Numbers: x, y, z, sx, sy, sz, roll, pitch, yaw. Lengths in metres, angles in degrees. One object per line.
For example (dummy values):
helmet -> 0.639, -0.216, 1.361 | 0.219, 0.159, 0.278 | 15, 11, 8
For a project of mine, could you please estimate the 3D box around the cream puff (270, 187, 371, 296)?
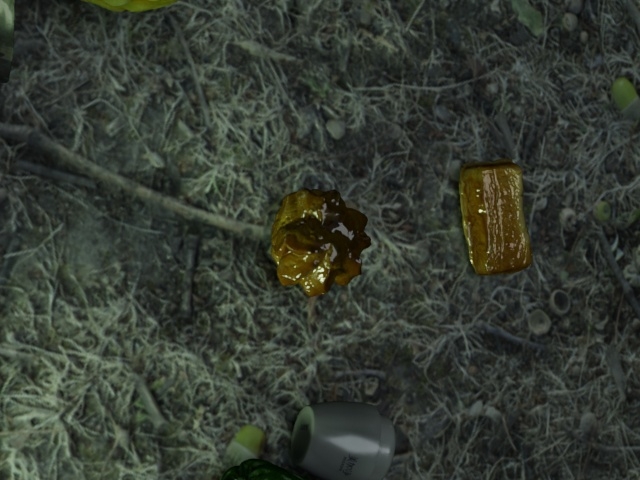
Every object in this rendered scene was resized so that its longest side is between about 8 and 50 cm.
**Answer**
cream puff -> 0.000, 0.000, 1.955 | 0.122, 0.094, 0.116 | -26, 97, -23

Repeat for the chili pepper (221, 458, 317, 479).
chili pepper -> -0.001, 0.304, 1.942 | 0.253, 0.083, 0.099 | 28, 107, -34

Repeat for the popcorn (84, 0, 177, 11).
popcorn -> -0.186, -0.350, 1.789 | 0.247, 0.282, 0.282 | -17, 95, -30

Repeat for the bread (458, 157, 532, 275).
bread -> 0.195, -0.025, 2.084 | 0.074, 0.053, 0.132 | -10, 92, -24

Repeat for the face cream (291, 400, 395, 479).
face cream -> 0.024, 0.212, 1.958 | 0.095, 0.091, 0.091 | 12, 81, -19

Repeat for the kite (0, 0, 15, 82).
kite -> -0.344, -0.268, 1.704 | 0.169, 0.310, 0.015 | 11, 40, -12
